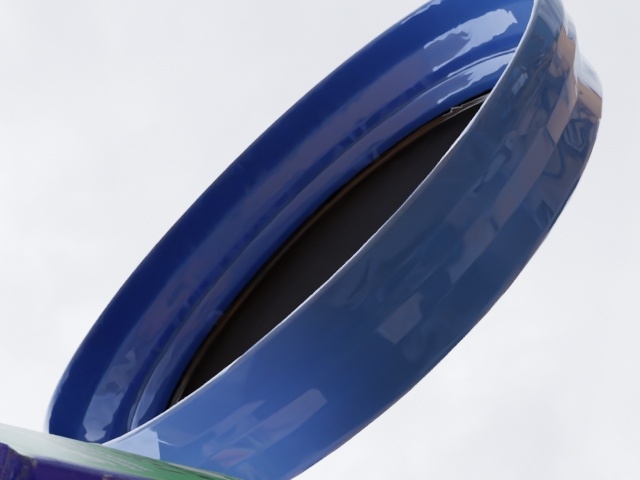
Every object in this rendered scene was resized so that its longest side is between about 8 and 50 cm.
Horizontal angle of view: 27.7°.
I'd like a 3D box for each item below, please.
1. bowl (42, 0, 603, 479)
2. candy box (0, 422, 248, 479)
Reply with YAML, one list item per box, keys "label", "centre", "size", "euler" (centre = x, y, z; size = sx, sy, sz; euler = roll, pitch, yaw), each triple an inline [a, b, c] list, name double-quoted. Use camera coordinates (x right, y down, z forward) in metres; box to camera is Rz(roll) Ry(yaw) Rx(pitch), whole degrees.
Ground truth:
- label: "bowl"
  centre: [0.000, 0.000, 0.767]
  size: [0.077, 0.391, 0.391]
  euler: [46, -118, -15]
- label: "candy box"
  centre: [-0.049, 0.211, 0.418]
  size: [0.317, 0.122, 0.268]
  euler: [28, -108, -51]
